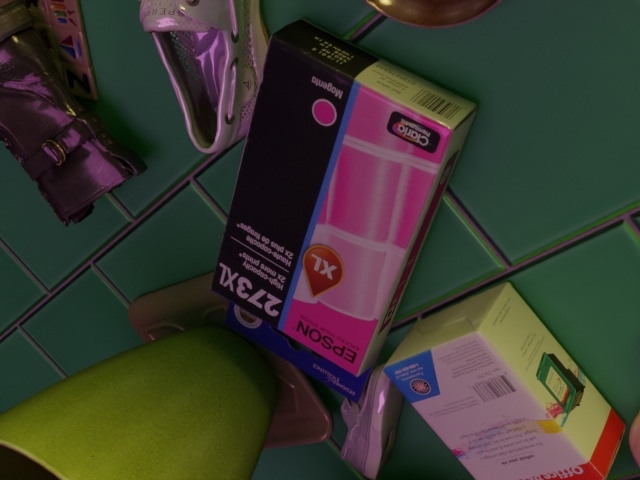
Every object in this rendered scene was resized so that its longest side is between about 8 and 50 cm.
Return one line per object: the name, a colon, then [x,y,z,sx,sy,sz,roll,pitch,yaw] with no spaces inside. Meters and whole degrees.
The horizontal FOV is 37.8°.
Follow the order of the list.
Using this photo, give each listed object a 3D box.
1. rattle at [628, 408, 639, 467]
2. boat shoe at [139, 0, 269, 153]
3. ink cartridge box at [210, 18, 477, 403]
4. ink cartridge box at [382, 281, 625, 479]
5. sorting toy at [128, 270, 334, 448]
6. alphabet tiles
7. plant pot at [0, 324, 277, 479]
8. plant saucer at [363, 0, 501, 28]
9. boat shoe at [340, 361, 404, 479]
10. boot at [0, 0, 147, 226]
rattle: [0.303,0.182,0.784,0.130,0.142,0.200,23,143,44]
boat shoe: [-0.107,-0.202,0.787,0.098,0.096,0.277,5,125,33]
ink cartridge box: [0.000,0.000,0.868,0.175,0.069,0.371,29,130,15]
ink cartridge box: [0.187,0.166,0.887,0.231,0.078,0.134,50,137,-9]
sorting toy: [-0.073,0.134,1.077,0.307,0.041,0.229,-18,107,42]
alphabet tiles: [-0.322,-0.204,0.999,0.198,0.009,0.237,16,131,24]
plant pot: [-0.180,0.226,0.979,0.274,0.293,0.275,19,128,26]
plant saucer: [0.077,-0.239,0.680,0.168,0.029,0.168,19,131,23]
boat shoe: [0.051,0.191,1.020,0.063,0.066,0.184,22,143,17]
boot: [-0.329,-0.112,1.005,0.263,0.091,0.229,-18,111,40]
